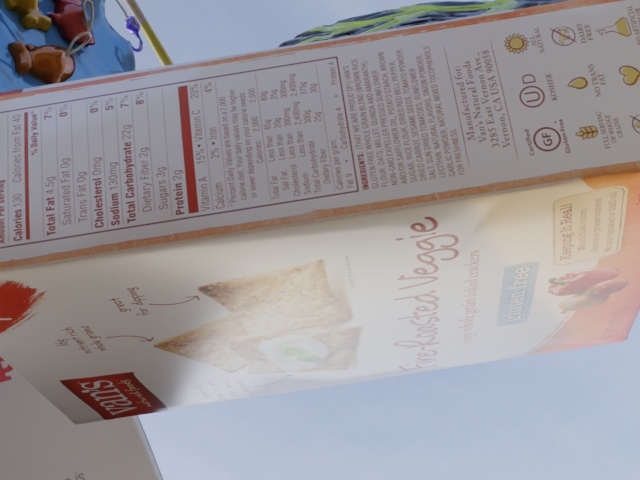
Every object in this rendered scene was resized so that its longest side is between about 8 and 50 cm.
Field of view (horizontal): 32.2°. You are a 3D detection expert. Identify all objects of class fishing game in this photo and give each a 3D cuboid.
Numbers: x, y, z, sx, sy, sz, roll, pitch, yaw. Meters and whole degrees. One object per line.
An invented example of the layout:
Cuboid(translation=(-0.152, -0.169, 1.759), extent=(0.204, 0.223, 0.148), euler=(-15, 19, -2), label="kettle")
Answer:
Cuboid(translation=(-0.173, -0.142, 0.638), extent=(0.041, 0.189, 0.264), euler=(-35, -11, 26), label="fishing game")

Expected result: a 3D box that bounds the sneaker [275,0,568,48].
Cuboid(translation=(0.161, -0.075, 0.646), extent=(0.384, 0.145, 0.147), euler=(-7, -69, 10), label="sneaker")

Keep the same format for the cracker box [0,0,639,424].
Cuboid(translation=(0.000, 0.000, 0.393), extent=(0.232, 0.067, 0.156), euler=(-8, -25, 3), label="cracker box")

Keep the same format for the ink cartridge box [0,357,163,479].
Cuboid(translation=(-0.176, 0.202, 0.532), extent=(0.223, 0.307, 0.129), euler=(-14, -14, -43), label="ink cartridge box")
